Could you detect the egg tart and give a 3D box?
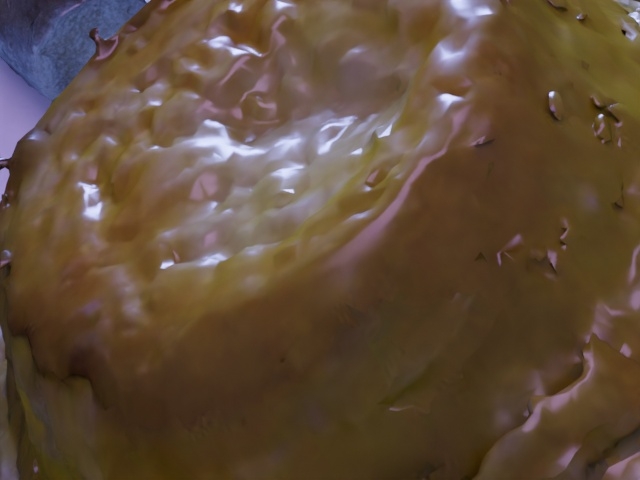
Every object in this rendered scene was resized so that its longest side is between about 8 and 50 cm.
[{"bbox_3d":[0.000,0.000,0.481,0.295,0.116,0.295,-20,42,19],"label":"egg tart"}]

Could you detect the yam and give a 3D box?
[{"bbox_3d":[-0.151,-0.128,0.832,0.068,0.068,0.169,-34,50,-21],"label":"yam"}]
